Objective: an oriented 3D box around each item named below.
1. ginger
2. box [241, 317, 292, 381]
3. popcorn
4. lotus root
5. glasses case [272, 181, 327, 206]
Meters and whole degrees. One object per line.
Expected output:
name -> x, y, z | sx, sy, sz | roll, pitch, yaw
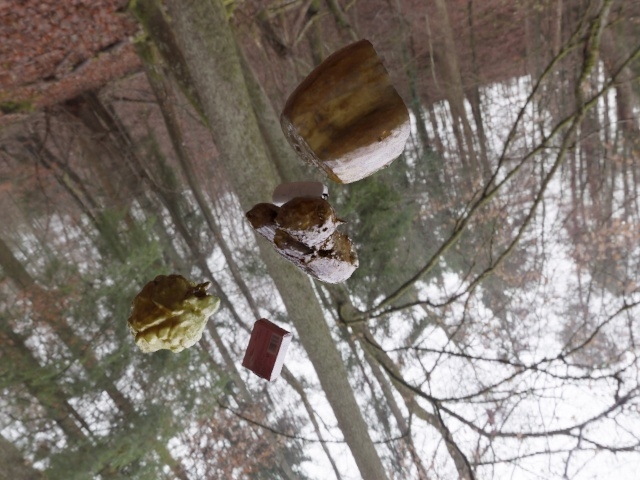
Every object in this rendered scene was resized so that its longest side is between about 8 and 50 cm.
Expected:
ginger -> 0.000, 0.000, 1.320 | 0.254, 0.418, 0.176 | -12, -127, 37
box -> -0.157, 0.318, 1.304 | 0.111, 0.156, 0.060 | 22, -175, 24
popcorn -> -0.427, 0.198, 1.294 | 0.265, 0.192, 0.233 | -25, -141, -7
lotus root -> 0.042, -0.270, 1.085 | 0.250, 0.316, 0.316 | -33, -151, -15
glasses case -> -0.079, -0.167, 1.635 | 0.233, 0.059, 0.092 | 4, -109, 34
